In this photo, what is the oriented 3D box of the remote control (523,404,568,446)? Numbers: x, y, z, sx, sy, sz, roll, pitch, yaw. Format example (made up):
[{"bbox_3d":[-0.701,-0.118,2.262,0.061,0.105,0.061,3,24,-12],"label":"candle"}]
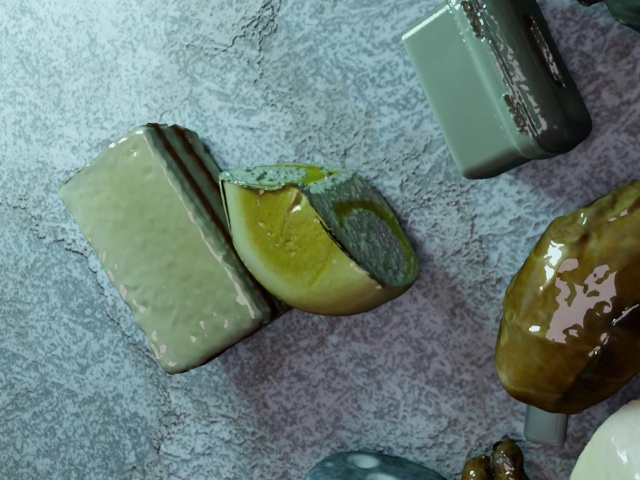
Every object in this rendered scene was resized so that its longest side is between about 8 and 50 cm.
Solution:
[{"bbox_3d":[0.273,0.154,0.955,0.050,0.027,0.184,8,98,22],"label":"remote control"}]

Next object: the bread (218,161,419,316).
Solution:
[{"bbox_3d":[-0.012,-0.004,1.012,0.260,0.158,0.156,51,123,11],"label":"bread"}]

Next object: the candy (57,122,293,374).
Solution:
[{"bbox_3d":[-0.191,0.008,1.099,0.179,0.135,0.320,-37,82,23],"label":"candy"}]

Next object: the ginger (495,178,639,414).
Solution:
[{"bbox_3d":[0.300,0.048,0.844,0.321,0.172,0.165,-49,37,16],"label":"ginger"}]

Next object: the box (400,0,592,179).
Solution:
[{"bbox_3d":[0.193,-0.177,0.893,0.129,0.148,0.210,-26,82,33],"label":"box"}]

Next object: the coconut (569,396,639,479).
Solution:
[{"bbox_3d":[0.385,0.261,0.809,0.239,0.244,0.239,-5,114,-11],"label":"coconut"}]

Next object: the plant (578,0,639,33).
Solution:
[{"bbox_3d":[0.301,-0.320,0.819,0.142,0.164,0.256,-34,66,21],"label":"plant"}]

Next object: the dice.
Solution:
[{"bbox_3d":[0.063,0.375,0.995,0.182,0.183,0.181,9,98,22],"label":"dice"}]

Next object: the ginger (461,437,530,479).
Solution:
[{"bbox_3d":[0.216,0.326,0.980,0.103,0.073,0.162,-18,82,12],"label":"ginger"}]
